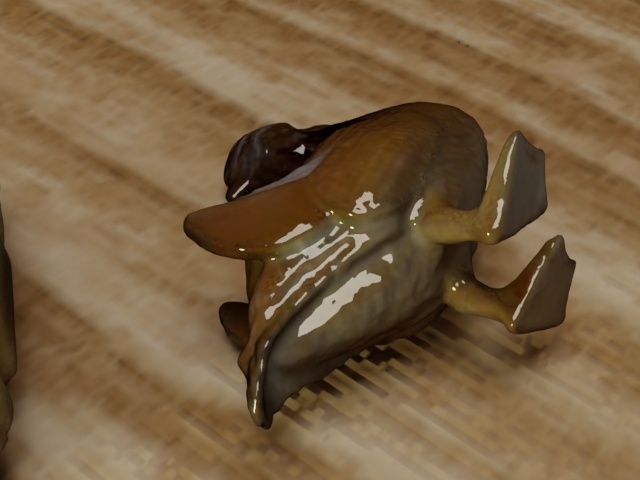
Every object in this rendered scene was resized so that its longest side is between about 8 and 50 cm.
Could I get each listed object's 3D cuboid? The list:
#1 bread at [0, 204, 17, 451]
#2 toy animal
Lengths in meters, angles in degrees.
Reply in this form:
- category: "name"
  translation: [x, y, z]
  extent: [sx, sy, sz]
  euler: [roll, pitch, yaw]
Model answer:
- category: "bread"
  translation: [-0.212, 0.022, 0.478]
  extent: [0.192, 0.110, 0.210]
  euler: [-15, 44, -6]
- category: "toy animal"
  translation: [0.000, 0.000, 0.527]
  extent: [0.179, 0.089, 0.188]
  euler: [12, 42, 38]
